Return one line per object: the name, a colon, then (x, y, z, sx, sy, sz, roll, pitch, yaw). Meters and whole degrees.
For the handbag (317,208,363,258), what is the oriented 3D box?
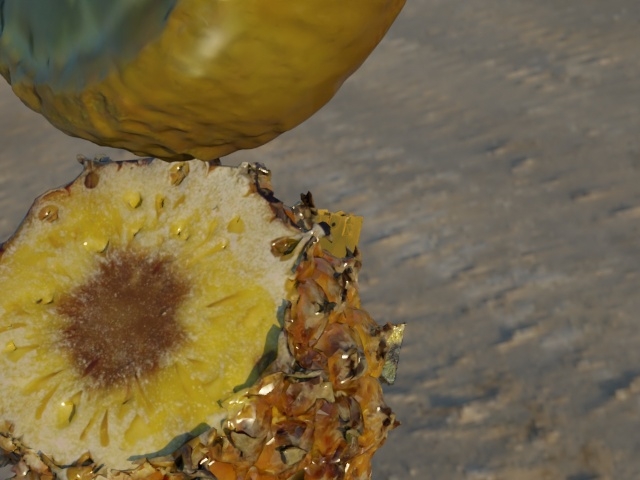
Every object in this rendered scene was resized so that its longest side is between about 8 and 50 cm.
handbag: (0.000, 0.000, 1.322, 0.083, 0.061, 0.027, 0, 17, -44)

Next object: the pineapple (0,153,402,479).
pineapple: (-0.105, 0.116, 1.165, 0.352, 0.300, 0.352, -12, 52, 15)

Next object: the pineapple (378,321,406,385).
pineapple: (0.078, 0.138, 1.768, 0.045, 0.083, 0.019, 11, -11, -6)

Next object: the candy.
candy: (-0.057, -0.161, 0.613, 0.118, 0.260, 0.260, 9, 2, -38)
